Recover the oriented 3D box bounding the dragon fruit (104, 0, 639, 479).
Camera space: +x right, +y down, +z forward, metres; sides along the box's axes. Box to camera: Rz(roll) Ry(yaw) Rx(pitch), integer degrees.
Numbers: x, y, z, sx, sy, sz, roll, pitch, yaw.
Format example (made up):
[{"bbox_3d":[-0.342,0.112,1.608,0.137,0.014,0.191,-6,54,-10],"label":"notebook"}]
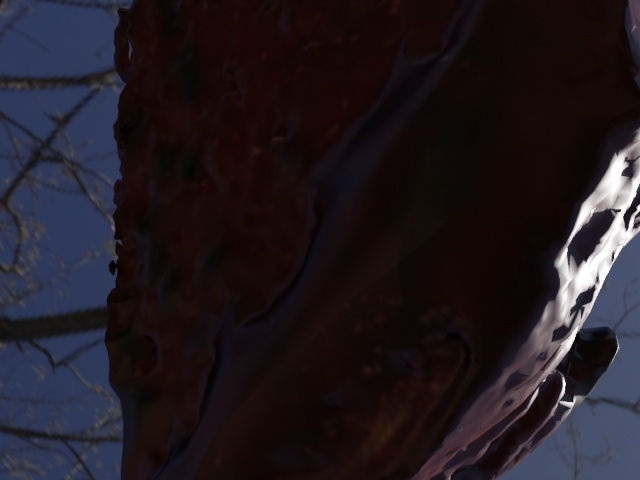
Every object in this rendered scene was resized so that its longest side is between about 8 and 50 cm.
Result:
[{"bbox_3d":[0.000,0.000,0.495,0.240,0.302,0.330,20,-104,19],"label":"dragon fruit"}]
